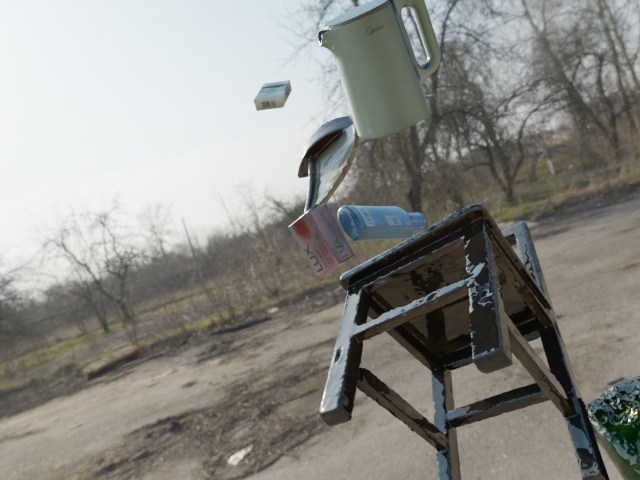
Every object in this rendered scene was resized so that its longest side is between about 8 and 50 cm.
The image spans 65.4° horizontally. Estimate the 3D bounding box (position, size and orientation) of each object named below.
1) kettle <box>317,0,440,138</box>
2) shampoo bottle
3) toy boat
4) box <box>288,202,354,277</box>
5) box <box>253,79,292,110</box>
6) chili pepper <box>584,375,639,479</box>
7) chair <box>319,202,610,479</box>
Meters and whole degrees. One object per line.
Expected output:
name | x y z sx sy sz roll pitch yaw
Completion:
kettle | 0.081 -0.217 0.619 0.127 0.147 0.098 -12 29 23
shampoo bottle | 0.168 -0.045 1.273 0.259 0.103 0.061 -2 -42 -38
toy boat | 0.033 -0.242 1.516 0.111 0.293 0.276 26 -63 -32
box | 0.000 0.000 1.183 0.060 0.156 0.111 -26 -6 -36
box | -0.087 -0.270 0.924 0.054 0.024 0.083 -5 37 14
chili pepper | 0.443 0.192 0.536 0.265 0.116 0.148 -14 43 2
chair | 0.166 0.070 0.628 0.203 0.241 0.416 -32 28 29
